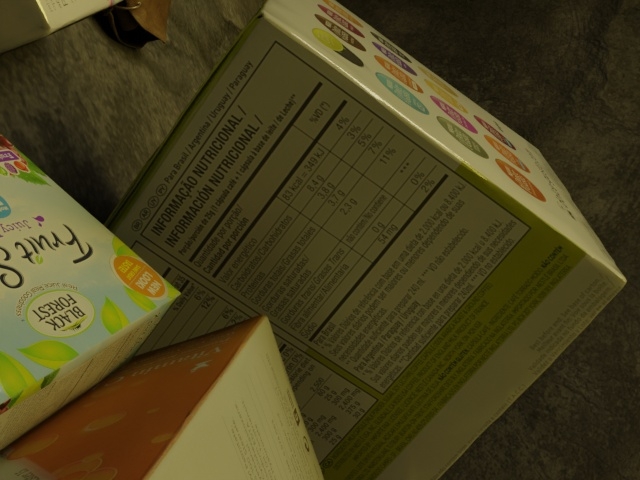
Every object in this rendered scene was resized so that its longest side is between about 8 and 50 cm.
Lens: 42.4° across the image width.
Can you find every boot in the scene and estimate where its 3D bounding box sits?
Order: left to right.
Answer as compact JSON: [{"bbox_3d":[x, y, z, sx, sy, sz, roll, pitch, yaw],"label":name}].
[{"bbox_3d":[-0.243,-0.321,1.005,0.305,0.112,0.115,25,60,-82],"label":"boot"}]

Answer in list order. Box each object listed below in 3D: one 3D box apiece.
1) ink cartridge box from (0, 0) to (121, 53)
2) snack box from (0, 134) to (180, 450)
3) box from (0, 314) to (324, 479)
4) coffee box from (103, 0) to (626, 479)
[{"bbox_3d":[-0.270,-0.285,0.720,0.353,0.119,0.207,-86,156,-67],"label":"ink cartridge box"},{"bbox_3d":[-0.196,0.021,0.436,0.174,0.070,0.207,41,20,5],"label":"snack box"},{"bbox_3d":[-0.129,0.184,0.415,0.345,0.215,0.168,-56,128,-79],"label":"box"},{"bbox_3d":[0.000,0.000,0.761,0.334,0.338,0.337,34,20,-11],"label":"coffee box"}]
